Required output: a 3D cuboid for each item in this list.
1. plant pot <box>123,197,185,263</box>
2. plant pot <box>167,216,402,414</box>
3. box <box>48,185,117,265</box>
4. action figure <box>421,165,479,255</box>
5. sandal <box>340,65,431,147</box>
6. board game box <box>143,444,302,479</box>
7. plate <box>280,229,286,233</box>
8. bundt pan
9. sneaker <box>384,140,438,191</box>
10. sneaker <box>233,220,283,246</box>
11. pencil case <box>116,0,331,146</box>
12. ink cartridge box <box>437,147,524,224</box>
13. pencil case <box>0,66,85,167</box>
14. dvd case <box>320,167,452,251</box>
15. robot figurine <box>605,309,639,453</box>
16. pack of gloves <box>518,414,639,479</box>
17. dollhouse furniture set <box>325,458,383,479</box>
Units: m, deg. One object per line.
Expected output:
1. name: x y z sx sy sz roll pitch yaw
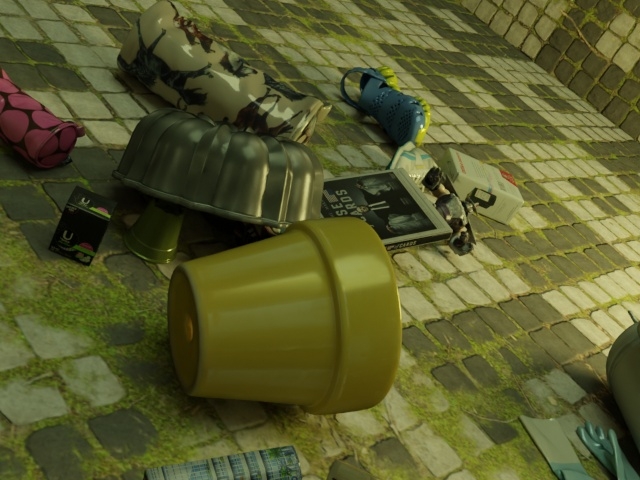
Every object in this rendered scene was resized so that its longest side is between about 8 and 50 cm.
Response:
1. plant pot: -0.234 -0.022 1.326 0.083 0.079 0.083 23 30 -14
2. plant pot: -0.059 0.100 1.149 0.239 0.254 0.254 -3 40 -22
3. box: -0.323 -0.020 1.235 0.062 0.083 0.052 24 29 -12
4. action figure: 0.218 -0.047 1.759 0.285 0.099 0.185 -12 65 -41
5. sandal: 0.143 -0.315 2.122 0.138 0.126 0.317 6 28 -31
6. board game box: -0.124 0.290 0.860 0.194 0.194 0.060 -5 41 -26
7. plate: 0.000 0.000 1.569 0.188 0.024 0.188 22 29 -13
8. bundt pan: -0.141 -0.117 1.388 0.331 0.124 0.331 16 7 -2
9. sneaker: 0.186 -0.142 1.907 0.092 0.087 0.229 36 31 6
10. sneaker: -0.100 0.002 1.440 0.077 0.072 0.178 15 20 -17
11. pencil case: -0.189 -0.295 1.717 0.410 0.160 0.183 35 37 8
12. ink cartridge box: 0.353 -0.123 2.044 0.175 0.072 0.127 21 30 -16
13. pencil case: -0.463 -0.198 1.384 0.209 0.095 0.098 38 60 13
14. dvd case: 0.089 -0.050 1.603 0.239 0.029 0.179 -10 49 -29
15. robot figurine: 0.606 0.264 1.530 0.353 0.200 0.300 -96 160 -56
16. pack of gloves: 0.437 0.352 1.393 0.195 0.046 0.232 13 33 -30
17. dollhouse furniture set: 0.093 0.347 1.076 0.182 0.101 0.161 22 -10 18
